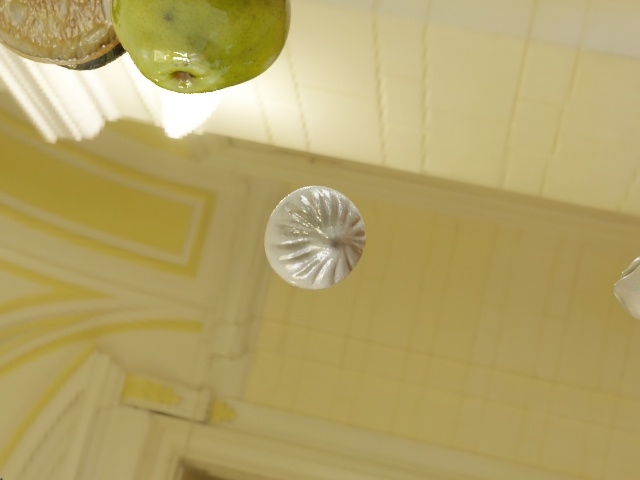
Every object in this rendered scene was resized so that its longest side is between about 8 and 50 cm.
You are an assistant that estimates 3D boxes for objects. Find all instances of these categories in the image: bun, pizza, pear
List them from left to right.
[{"bbox_3d":[-0.360,-0.344,1.664,0.034,0.181,0.262,72,-179,-72],"label":"pizza"},{"bbox_3d":[-0.058,-0.123,0.625,0.092,0.092,0.097,80,-173,-68],"label":"pear"},{"bbox_3d":[0.000,0.000,1.627,0.094,0.138,0.138,-157,78,-69],"label":"bun"}]

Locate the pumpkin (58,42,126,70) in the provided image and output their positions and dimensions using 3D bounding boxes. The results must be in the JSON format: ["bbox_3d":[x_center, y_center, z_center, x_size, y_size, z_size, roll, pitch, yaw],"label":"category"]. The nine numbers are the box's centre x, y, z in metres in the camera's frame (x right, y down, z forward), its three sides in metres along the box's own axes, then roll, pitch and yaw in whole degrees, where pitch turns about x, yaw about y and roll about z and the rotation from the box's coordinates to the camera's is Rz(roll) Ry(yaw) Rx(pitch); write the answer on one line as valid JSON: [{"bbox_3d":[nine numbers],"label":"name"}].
[{"bbox_3d":[-0.336,-0.335,1.796,0.146,0.190,0.190,-106,21,-60],"label":"pumpkin"}]

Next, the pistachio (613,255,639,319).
[{"bbox_3d":[0.625,0.085,1.949,0.226,0.331,0.208,85,-162,-54],"label":"pistachio"}]

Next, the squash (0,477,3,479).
[{"bbox_3d":[-0.412,0.340,1.573,0.105,0.105,0.132,-34,-41,-78],"label":"squash"}]
